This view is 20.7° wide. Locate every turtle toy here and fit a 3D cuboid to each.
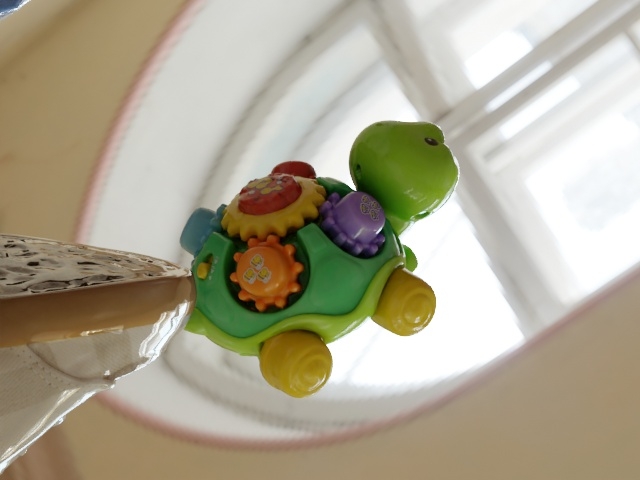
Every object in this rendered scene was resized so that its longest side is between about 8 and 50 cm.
[{"bbox_3d":[0.000,0.000,0.682,0.095,0.130,0.066,29,142,53],"label":"turtle toy"}]

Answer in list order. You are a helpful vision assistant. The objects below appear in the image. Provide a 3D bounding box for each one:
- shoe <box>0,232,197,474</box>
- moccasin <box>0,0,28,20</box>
[{"bbox_3d":[-0.126,0.038,0.479,0.219,0.058,0.076,-10,-158,-44],"label":"shoe"},{"bbox_3d":[-0.227,-0.103,0.671,0.117,0.137,0.342,63,-169,-8],"label":"moccasin"}]
